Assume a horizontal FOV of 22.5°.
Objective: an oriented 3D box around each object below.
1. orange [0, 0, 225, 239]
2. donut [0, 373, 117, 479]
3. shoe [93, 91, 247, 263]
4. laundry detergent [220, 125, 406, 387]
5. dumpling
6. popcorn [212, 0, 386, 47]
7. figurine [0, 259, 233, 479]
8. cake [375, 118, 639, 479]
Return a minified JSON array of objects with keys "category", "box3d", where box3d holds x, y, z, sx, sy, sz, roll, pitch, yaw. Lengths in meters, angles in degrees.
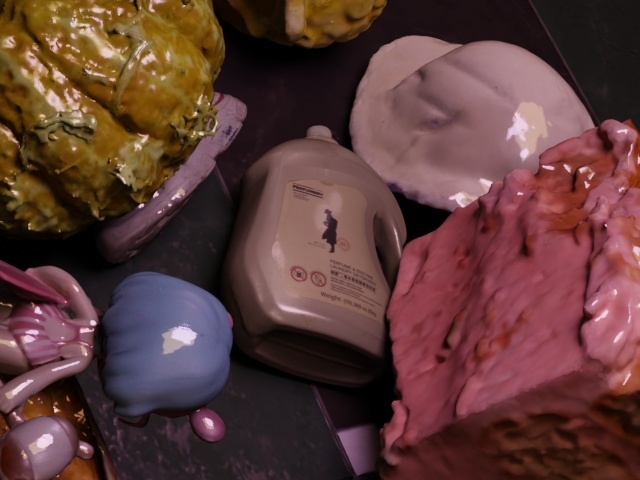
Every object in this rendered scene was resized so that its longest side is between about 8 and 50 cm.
[{"category":"orange","box3d":[-0.230,-0.140,1.308,0.223,0.300,0.301,51,36,-52]},{"category":"donut","box3d":[-0.283,0.175,1.133,0.317,0.150,0.299,38,40,-2]},{"category":"shoe","box3d":[-0.157,-0.083,1.425,0.125,0.099,0.227,41,42,-8]},{"category":"laundry detergent","box3d":[0.000,0.000,1.462,0.181,0.091,0.253,19,50,-21]},{"category":"dumpling","box3d":[0.140,-0.095,1.590,0.227,0.243,0.175,-25,114,-25]},{"category":"popcorn","box3d":[-0.036,-0.292,1.595,0.235,0.181,0.217,39,48,6]},{"category":"figurine","box3d":[-0.183,0.077,1.104,0.260,0.103,0.205,15,44,-14]},{"category":"cake","box3d":[0.233,0.099,1.341,0.293,0.307,0.314,39,43,-23]}]
